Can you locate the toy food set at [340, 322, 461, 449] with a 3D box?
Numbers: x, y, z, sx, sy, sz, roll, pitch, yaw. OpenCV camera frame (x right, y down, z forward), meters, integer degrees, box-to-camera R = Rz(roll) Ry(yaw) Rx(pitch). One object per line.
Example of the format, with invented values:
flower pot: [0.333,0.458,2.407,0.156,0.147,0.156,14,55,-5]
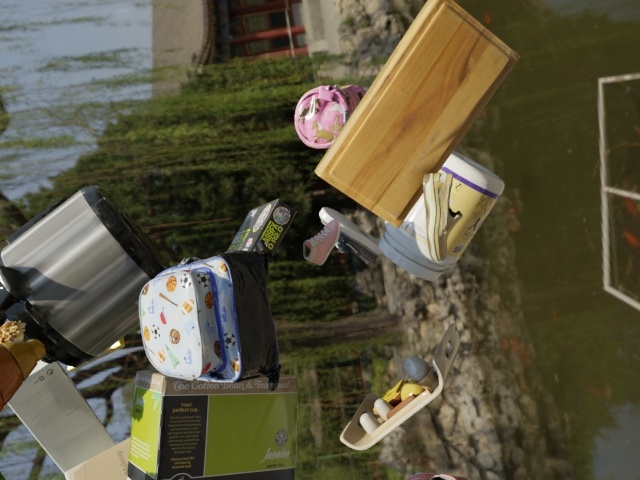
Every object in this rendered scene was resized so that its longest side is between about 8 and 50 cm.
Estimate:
toy food set: [0.184,0.327,1.300,0.092,0.306,0.219,47,-154,6]

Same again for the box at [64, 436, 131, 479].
box: [-0.499,0.623,1.530,0.148,0.311,0.121,44,144,34]

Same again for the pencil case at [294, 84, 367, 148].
pencil case: [0.052,-0.372,1.672,0.160,0.167,0.386,65,-159,-7]

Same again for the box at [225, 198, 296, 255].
box: [-0.176,0.014,1.456,0.216,0.060,0.270,-62,18,-13]

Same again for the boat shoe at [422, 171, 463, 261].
boat shoe: [0.248,-0.043,1.137,0.068,0.072,0.190,-67,-30,-58]

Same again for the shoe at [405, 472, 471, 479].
shoe: [0.246,0.549,1.269,0.081,0.178,0.064,31,-127,-44]

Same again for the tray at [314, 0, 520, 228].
tray: [0.188,-0.249,1.136,0.411,0.202,0.076,-56,16,8]

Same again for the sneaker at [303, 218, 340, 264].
sneaker: [0.000,0.000,1.516,0.051,0.070,0.134,40,107,50]

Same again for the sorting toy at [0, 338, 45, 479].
sorting toy: [-0.362,0.248,0.679,0.126,0.127,0.366,-34,-41,-41]

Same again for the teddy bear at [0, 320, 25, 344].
teddy bear: [-0.767,0.277,1.182,0.113,0.337,0.245,56,-151,-46]

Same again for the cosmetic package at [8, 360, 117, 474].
cosmetic package: [-0.737,0.500,1.613,0.217,0.156,0.385,7,126,55]

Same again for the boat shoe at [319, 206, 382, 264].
boat shoe: [0.090,-0.007,1.924,0.301,0.102,0.108,31,-162,-39]

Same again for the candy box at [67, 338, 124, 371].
candy box: [-0.696,0.315,1.747,0.027,0.205,0.105,39,-152,-59]

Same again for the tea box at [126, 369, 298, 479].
tea box: [-0.246,0.463,1.305,0.220,0.328,0.324,-13,71,57]

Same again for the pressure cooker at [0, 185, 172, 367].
pressure cooker: [-0.621,0.111,1.446,0.370,0.420,0.375,54,170,-28]

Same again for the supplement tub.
supplement tub: [0.330,-0.078,1.596,0.331,0.241,0.241,-61,11,18]

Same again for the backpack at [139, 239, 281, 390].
backpack: [-0.222,0.153,1.087,0.263,0.213,0.277,-14,78,47]
